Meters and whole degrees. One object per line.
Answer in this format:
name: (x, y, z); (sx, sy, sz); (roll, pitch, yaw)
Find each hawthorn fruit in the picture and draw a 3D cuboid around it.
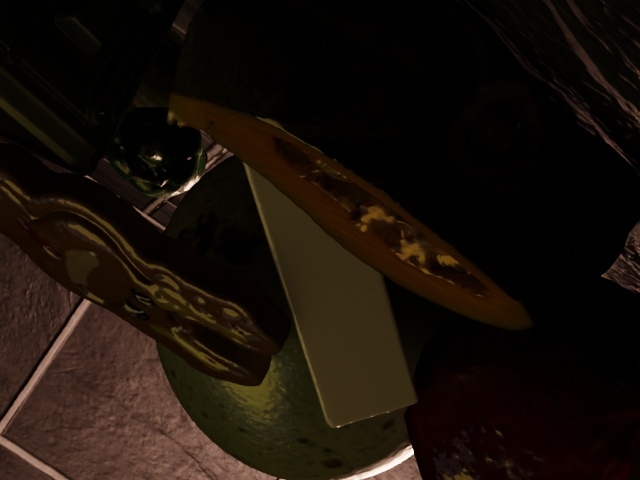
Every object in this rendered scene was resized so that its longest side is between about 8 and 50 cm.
hawthorn fruit: (0.194, 0.116, 1.580); (0.266, 0.230, 0.210); (-41, 79, 44)

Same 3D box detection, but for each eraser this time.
eraser: (0.001, -0.001, 1.494); (0.076, 0.078, 0.298); (-109, 1, -57)

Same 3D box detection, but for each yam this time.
yam: (-0.169, -0.161, 1.838); (0.146, 0.069, 0.070); (40, 171, -38)

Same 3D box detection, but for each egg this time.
egg: (-0.009, 0.062, 1.754); (0.288, 0.287, 0.379); (29, 159, 35)

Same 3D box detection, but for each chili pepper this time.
chili pepper: (-0.186, -0.104, 2.199); (0.136, 0.099, 0.270); (43, 177, -7)

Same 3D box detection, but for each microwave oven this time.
microwave oven: (-0.222, -0.184, 1.421); (0.145, 0.194, 0.240); (25, 170, 27)

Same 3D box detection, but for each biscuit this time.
biscuit: (-0.161, 0.018, 1.527); (0.295, 0.044, 0.186); (31, 154, 2)

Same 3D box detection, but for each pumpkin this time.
pumpkin: (0.048, -0.066, 1.233); (0.317, 0.139, 0.222); (34, 171, -33)

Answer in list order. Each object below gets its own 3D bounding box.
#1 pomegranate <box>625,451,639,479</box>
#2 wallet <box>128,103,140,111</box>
pomegranate: (0.339, 0.242, 1.430); (0.307, 0.307, 0.307); (33, 173, 4)
wallet: (-0.355, -0.232, 2.185); (0.252, 0.083, 0.360); (31, 174, -31)
